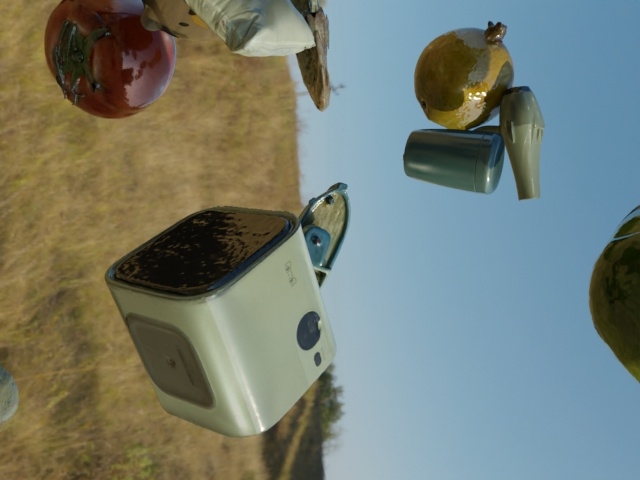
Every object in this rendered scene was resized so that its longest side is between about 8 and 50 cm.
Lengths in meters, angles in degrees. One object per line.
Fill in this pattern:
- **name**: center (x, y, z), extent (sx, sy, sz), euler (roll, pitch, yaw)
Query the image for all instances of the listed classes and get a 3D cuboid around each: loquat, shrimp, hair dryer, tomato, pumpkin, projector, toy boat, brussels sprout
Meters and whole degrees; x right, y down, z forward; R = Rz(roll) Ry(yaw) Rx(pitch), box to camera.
- **loquat**: center (0.315, -0.358, 1.465), extent (0.246, 0.213, 0.213), euler (-56, -144, 36)
- **shrimp**: center (-0.012, -0.282, 0.938), extent (0.126, 0.047, 0.223), euler (-111, -170, -58)
- **hair dryer**: center (0.370, -0.170, 1.459), extent (0.267, 0.092, 0.229), euler (-31, -107, 47)
- **tomato**: center (-0.410, -0.368, 1.359), extent (0.255, 0.224, 0.256), euler (15, -62, 31)
- **pumpkin**: center (-0.769, 0.377, 1.511), extent (0.110, 0.217, 0.217), euler (24, -53, 55)
- **projector**: center (-0.145, 0.112, 1.064), extent (0.248, 0.248, 0.249), euler (7, -55, 38)
- **toy boat**: center (0.000, 0.000, 1.203), extent (0.102, 0.088, 0.215), euler (-140, -110, -75)
- **brussels sprout**: center (0.584, 0.094, 1.072), extent (0.276, 0.314, 0.371), euler (19, 76, -67)

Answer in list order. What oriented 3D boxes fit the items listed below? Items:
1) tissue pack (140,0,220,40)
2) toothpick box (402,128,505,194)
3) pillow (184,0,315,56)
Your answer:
- **tissue pack**: center (-0.154, -0.475, 1.058), extent (0.387, 0.276, 0.267), euler (-13, -81, 65)
- **toothpick box**: center (0.258, -0.160, 1.350), extent (0.120, 0.184, 0.120), euler (-38, 134, -55)
- **pillow**: center (-0.116, -0.317, 0.800), extent (0.254, 0.144, 0.078), euler (53, -46, 6)
